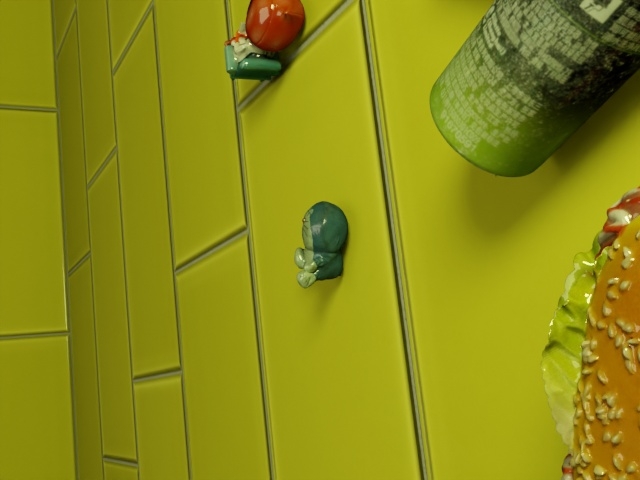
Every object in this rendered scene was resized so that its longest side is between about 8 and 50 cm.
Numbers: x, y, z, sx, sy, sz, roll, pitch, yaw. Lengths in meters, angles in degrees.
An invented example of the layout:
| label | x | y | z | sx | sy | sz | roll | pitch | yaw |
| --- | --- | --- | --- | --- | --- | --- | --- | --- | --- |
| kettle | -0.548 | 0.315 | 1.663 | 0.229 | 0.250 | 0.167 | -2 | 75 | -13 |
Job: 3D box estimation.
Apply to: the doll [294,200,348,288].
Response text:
| label | x | y | z | sx | sy | sz | roll | pitch | yaw |
| --- | --- | --- | --- | --- | --- | --- | --- | --- | --- |
| doll | 0.000 | 0.000 | 0.774 | 0.076 | 0.050 | 0.083 | -117 | 32 | -69 |

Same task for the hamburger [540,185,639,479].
| label | x | y | z | sx | sy | sz | roll | pitch | yaw |
| --- | --- | --- | --- | --- | --- | --- | --- | --- | --- |
| hamburger | 0.188 | 0.078 | 0.357 | 0.173 | 0.116 | 0.210 | 26 | 113 | 56 |

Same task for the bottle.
| label | x | y | z | sx | sy | sz | roll | pitch | yaw |
| --- | --- | --- | --- | --- | --- | --- | --- | --- | --- |
| bottle | 0.177 | -0.165 | 0.394 | 0.330 | 0.093 | 0.093 | -53 | 46 | 49 |

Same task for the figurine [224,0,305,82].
| label | x | y | z | sx | sy | sz | roll | pitch | yaw |
| --- | --- | --- | --- | --- | --- | --- | --- | --- | --- |
| figurine | -0.065 | -0.234 | 0.867 | 0.140 | 0.068 | 0.075 | 142 | 124 | -58 |
